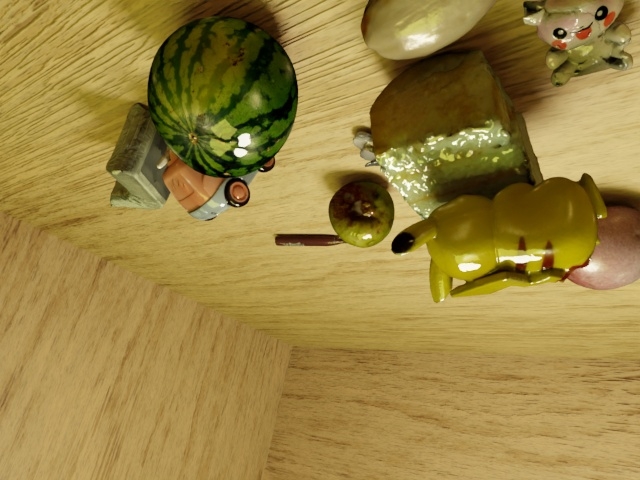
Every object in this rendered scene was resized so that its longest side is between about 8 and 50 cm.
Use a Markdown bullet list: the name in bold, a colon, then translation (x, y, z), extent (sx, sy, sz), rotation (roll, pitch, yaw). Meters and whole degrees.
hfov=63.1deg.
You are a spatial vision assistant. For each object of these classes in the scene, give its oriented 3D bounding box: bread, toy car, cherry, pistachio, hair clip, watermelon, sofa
- **bread**: translation (0.282, -0.182, 1.006), extent (0.239, 0.264, 0.395), rotation (-19, 143, 31)
- **toy car**: translation (-0.261, -0.191, 1.273), extent (0.212, 0.271, 0.180), rotation (46, 145, -22)
- **cherry**: translation (0.688, 0.028, 1.277), extent (0.239, 0.206, 0.239), rotation (-30, 175, -3)
- **pistachio**: translation (0.161, -0.358, 0.794), extent (0.215, 0.144, 0.144), rotation (-22, 142, 31)
- **hair clip**: translation (0.199, -0.196, 1.237), extent (0.256, 0.075, 0.146), rotation (10, 160, -10)
- **watermelon**: translation (-0.179, -0.270, 0.986), extent (0.285, 0.285, 0.285), rotation (11, 157, 5)
- **sofa**: translation (-0.498, -0.214, 1.382), extent (0.175, 0.210, 0.225), rotation (8, 160, 14)

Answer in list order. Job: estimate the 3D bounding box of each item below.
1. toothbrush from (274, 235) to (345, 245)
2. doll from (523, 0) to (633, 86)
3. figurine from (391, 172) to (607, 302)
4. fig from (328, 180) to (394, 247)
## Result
- **toothbrush**: translation (0.000, 0.001, 1.823), extent (0.363, 0.041, 0.041), rotation (0, 154, 26)
- **doll**: translation (0.403, -0.326, 0.795), extent (0.149, 0.095, 0.192), rotation (-11, 146, 32)
- **figurine**: translation (0.305, 0.002, 0.894), extent (0.326, 0.169, 0.218), rotation (-5, 144, 19)
- **fig**: translation (0.108, -0.071, 1.428), extent (0.180, 0.181, 0.191), rotation (17, 179, -9)
